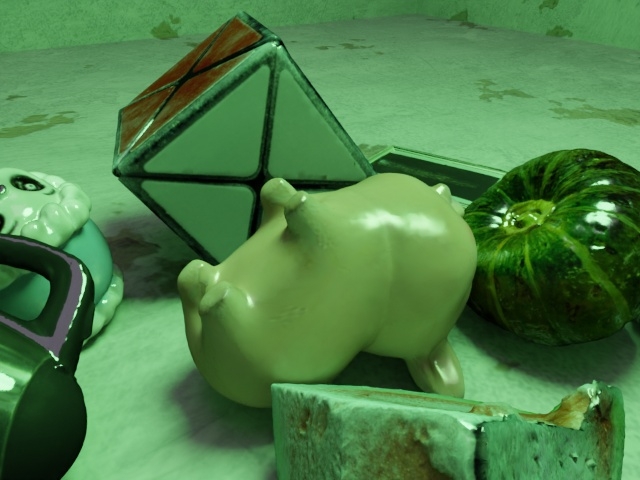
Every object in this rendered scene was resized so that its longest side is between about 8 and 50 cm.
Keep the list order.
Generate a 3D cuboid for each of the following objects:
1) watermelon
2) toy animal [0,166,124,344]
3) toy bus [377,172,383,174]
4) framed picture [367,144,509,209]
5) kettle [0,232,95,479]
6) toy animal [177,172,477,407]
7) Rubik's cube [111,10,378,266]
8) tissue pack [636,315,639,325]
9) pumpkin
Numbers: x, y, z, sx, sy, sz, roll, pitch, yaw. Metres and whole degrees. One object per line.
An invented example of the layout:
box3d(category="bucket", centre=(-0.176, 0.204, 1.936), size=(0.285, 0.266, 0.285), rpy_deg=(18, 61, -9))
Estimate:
box3d(category="watermelon", centre=(0.077, 0.155, 0.393), size=(0.289, 0.214, 0.319), rpy_deg=(29, 53, 35))
box3d(category="toy animal", centre=(-0.330, 0.023, 0.626), size=(0.155, 0.204, 0.208), rpy_deg=(5, 38, 13))
box3d(category="toy bus", centre=(0.054, -0.071, 0.910), size=(0.198, 0.096, 0.108), rpy_deg=(20, 30, 35))
box3d(category="framed picture", centre=(0.219, -0.132, 1.097), size=(0.293, 0.018, 0.231), rpy_deg=(18, 34, 27))
box3d(category="kettle", centre=(-0.328, 0.133, 0.452), size=(0.270, 0.208, 0.251), rpy_deg=(10, 27, -5))
box3d(category="toy animal", centre=(0.021, 0.053, 0.584), size=(0.326, 0.269, 0.237), rpy_deg=(-40, 39, -5))
box3d(category="Rubik's cube", centre=(-0.106, -0.131, 0.764), size=(0.254, 0.260, 0.259), rpy_deg=(-36, 36, 5))
box3d(category="tissue pack", centre=(0.530, 0.084, 0.626), size=(0.269, 0.137, 0.209), rpy_deg=(1, 30, 5))
box3d(category="pumpkin", centre=(0.293, 0.019, 0.666), size=(0.260, 0.189, 0.260), rpy_deg=(-35, 27, 20))
